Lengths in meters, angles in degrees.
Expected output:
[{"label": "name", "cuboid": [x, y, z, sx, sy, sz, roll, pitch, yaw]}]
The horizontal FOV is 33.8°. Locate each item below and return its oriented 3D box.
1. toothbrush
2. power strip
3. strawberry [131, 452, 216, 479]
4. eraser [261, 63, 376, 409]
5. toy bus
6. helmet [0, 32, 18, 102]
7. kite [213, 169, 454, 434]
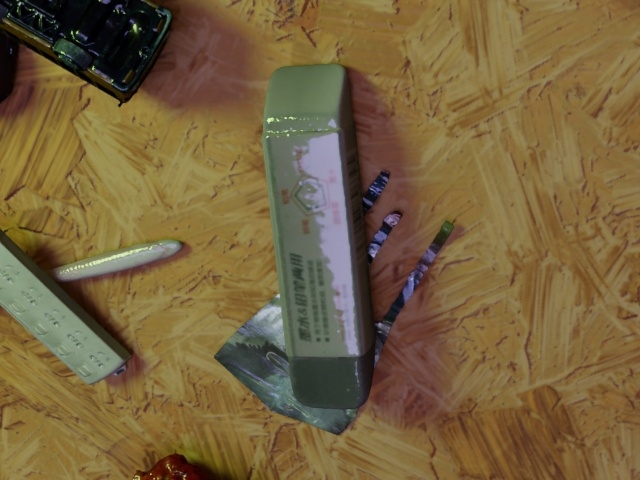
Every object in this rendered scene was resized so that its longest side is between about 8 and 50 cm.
[{"label": "toothbrush", "cuboid": [-0.295, 0.038, 1.188, 0.307, 0.029, 0.025, -14, 110, 14]}, {"label": "power strip", "cuboid": [-0.311, 0.070, 1.174, 0.060, 0.027, 0.253, -34, 111, 22]}, {"label": "strawberry", "cuboid": [-0.153, 0.346, 1.200, 0.186, 0.184, 0.202, -31, 72, 25]}, {"label": "eraser", "cuboid": [0.000, 0.000, 1.074, 0.089, 0.061, 0.352, -1, 104, 18]}, {"label": "toy bus", "cuboid": [-0.247, -0.219, 1.032, 0.201, 0.114, 0.098, 30, 84, 0]}, {"label": "helmet", "cuboid": [-0.372, -0.190, 1.095, 0.098, 0.070, 0.123, 10, 112, 9]}, {"label": "kite", "cuboid": [0.030, 0.079, 1.141, 0.169, 0.015, 0.310, 37, 113, -5]}]
